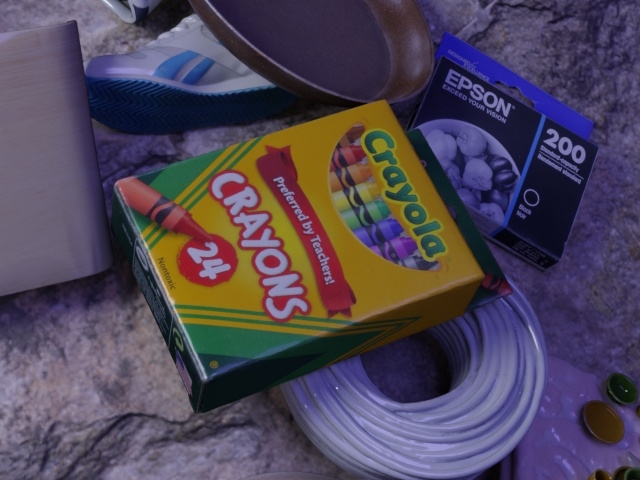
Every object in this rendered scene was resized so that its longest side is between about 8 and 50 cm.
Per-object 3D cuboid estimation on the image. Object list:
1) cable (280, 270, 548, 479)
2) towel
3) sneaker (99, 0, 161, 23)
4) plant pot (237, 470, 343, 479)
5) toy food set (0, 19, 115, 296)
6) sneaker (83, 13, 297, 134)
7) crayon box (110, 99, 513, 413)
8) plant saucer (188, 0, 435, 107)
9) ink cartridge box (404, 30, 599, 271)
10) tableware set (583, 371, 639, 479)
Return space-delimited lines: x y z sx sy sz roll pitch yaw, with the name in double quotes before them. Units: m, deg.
"cable" 0.080 0.108 1.250 0.257 0.089 0.257 17 58 -6
"towel" 0.318 0.282 1.297 0.331 0.053 0.317 25 46 -16
"sneaker" -0.249 -0.308 1.281 0.258 0.094 0.091 35 57 -9
"plant pot" 0.037 0.322 1.057 0.333 0.305 0.334 8 68 -21
"toy food set" -0.330 -0.058 1.140 0.306 0.092 0.220 -13 105 -26
"sneaker" -0.134 -0.163 1.292 0.228 0.087 0.092 -6 66 -33
"crayon box" 0.000 0.000 1.189 0.318 0.081 0.202 -19 66 -20
"plant saucer" -0.024 -0.241 1.331 0.310 0.050 0.311 25 41 -24
"ink cartridge box" 0.193 -0.104 1.432 0.206 0.045 0.208 29 61 -12
"tableware set" 0.294 0.196 1.294 0.104 0.024 0.154 39 45 2
